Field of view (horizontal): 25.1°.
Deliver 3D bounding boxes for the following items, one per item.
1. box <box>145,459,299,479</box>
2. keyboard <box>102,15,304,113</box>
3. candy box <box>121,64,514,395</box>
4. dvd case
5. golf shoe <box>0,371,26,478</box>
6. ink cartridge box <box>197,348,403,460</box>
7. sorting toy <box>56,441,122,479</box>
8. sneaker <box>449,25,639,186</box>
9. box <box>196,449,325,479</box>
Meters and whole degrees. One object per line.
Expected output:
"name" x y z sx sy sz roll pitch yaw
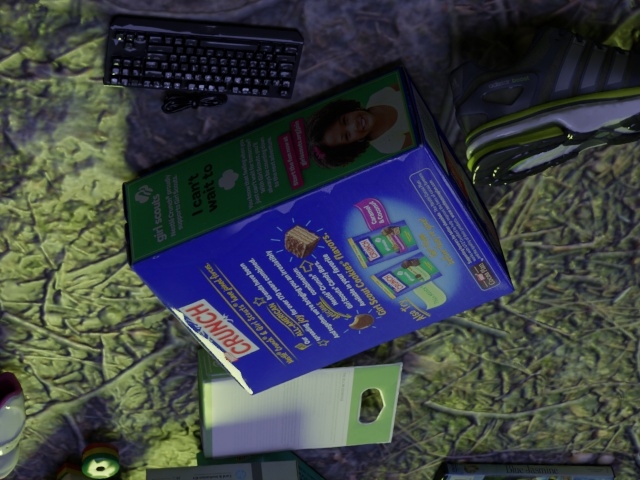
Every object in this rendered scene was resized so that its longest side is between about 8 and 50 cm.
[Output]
"box" -0.123 0.331 1.789 0.186 0.038 0.145 -1 138 -7
"keyboard" -0.112 -0.157 1.350 0.180 0.023 0.108 3 137 -13
"candy box" 0.000 0.000 1.473 0.317 0.122 0.268 -23 138 13
"dvd case" 0.264 0.370 2.012 0.253 0.022 0.180 3 138 -15
"golf shoe" -0.479 0.189 1.616 0.306 0.115 0.140 7 126 -28
"ink cartridge box" -0.028 0.188 1.728 0.235 0.056 0.171 -6 139 -9
"sorting toy" -0.306 0.343 1.853 0.132 0.046 0.274 23 129 -32
"sneaker" 0.258 -0.154 1.360 0.300 0.121 0.111 -18 165 -20
"box" -0.054 0.336 1.882 0.100 0.060 0.244 -25 136 18
